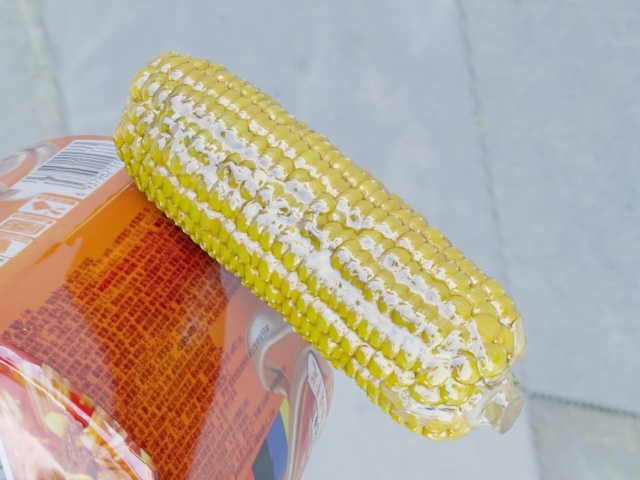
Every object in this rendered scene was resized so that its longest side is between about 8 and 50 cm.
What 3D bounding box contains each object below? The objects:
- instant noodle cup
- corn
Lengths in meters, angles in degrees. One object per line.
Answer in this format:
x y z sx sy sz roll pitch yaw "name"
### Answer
-0.116 0.082 0.815 0.250 0.192 0.250 11 122 18 "instant noodle cup"
0.000 0.000 0.763 0.207 0.068 0.068 42 137 21 "corn"
